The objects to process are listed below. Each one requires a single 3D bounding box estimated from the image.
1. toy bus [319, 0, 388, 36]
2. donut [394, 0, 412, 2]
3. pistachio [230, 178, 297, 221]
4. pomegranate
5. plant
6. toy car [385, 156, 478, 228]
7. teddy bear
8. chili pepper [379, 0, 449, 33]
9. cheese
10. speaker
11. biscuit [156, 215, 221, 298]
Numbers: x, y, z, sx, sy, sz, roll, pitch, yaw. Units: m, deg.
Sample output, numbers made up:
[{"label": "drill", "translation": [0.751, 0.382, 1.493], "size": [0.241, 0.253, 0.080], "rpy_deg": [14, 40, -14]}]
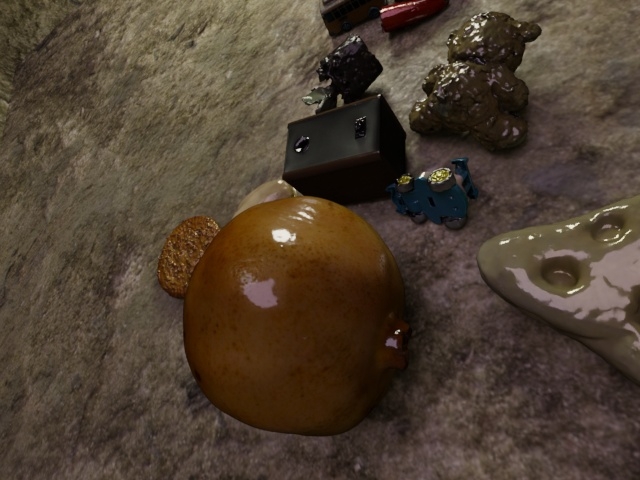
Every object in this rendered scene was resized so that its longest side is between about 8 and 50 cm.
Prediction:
[{"label": "toy bus", "translation": [0.084, -0.659, 1.155], "size": [0.181, 0.103, 0.092], "rpy_deg": [-15, 62, 26]}, {"label": "donut", "translation": [0.263, -0.727, 1.076], "size": [0.234, 0.089, 0.235], "rpy_deg": [-8, 71, 23]}, {"label": "pistachio", "translation": [-0.134, -0.056, 1.031], "size": [0.200, 0.117, 0.145], "rpy_deg": [-39, 63, 3]}, {"label": "pomegranate", "translation": [-0.022, 0.134, 0.729], "size": [0.416, 0.416, 0.417], "rpy_deg": [-13, 64, 27]}, {"label": "plant", "translation": [0.050, -0.402, 1.043], "size": [0.203, 0.131, 0.142], "rpy_deg": [-47, 23, 17]}, {"label": "toy car", "translation": [0.226, -0.100, 0.838], "size": [0.161, 0.126, 0.098], "rpy_deg": [8, 52, 44]}, {"label": "teddy bear", "translation": [0.314, -0.335, 0.848], "size": [0.267, 0.156, 0.256], "rpy_deg": [23, 82, 38]}, {"label": "chili pepper", "translation": [0.241, -0.583, 1.061], "size": [0.168, 0.065, 0.088], "rpy_deg": [-5, 42, 23]}, {"label": "cheese", "translation": [0.459, 0.013, 0.624], "size": [0.351, 0.129, 0.329], "rpy_deg": [38, 94, 35]}, {"label": "speaker", "translation": [0.056, -0.184, 0.918], "size": [0.230, 0.192, 0.154], "rpy_deg": [-8, 67, 30]}, {"label": "biscuit", "translation": [-0.375, 0.043, 1.188], "size": [0.253, 0.035, 0.254], "rpy_deg": [-12, 65, 27]}]
